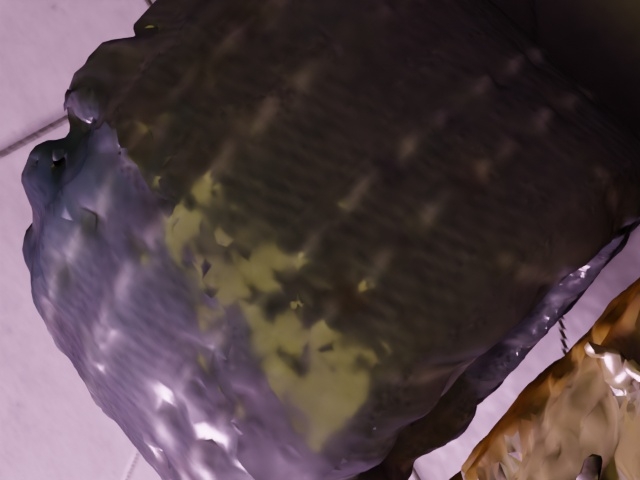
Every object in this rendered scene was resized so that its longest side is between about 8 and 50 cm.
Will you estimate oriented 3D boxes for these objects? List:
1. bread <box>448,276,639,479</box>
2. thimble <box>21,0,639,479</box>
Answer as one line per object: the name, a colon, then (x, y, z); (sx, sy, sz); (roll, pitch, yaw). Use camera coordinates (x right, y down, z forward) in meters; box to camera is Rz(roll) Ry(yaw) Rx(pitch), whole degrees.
bread: (0.174, 0.101, 0.542); (0.236, 0.165, 0.375); (41, 137, 7)
thimble: (0.000, 0.000, 0.611); (0.172, 0.205, 0.236); (47, 163, 14)
